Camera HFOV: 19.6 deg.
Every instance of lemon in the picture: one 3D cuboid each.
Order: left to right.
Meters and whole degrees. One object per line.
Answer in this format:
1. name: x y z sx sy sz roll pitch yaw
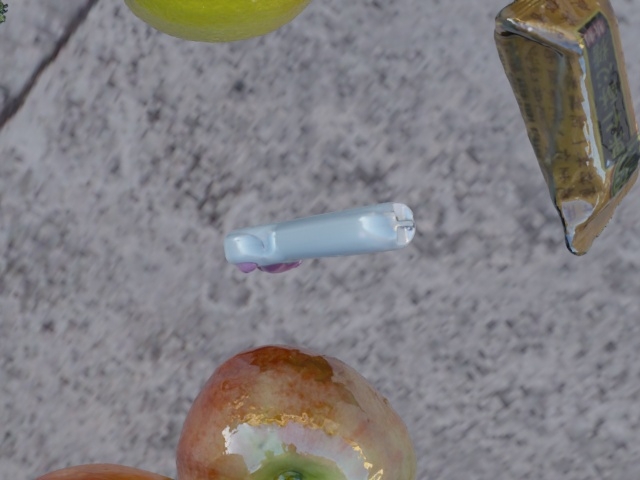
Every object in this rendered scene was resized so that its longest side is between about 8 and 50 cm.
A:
1. lemon: -0.096 -0.327 2.005 0.219 0.240 0.240 10 62 -2

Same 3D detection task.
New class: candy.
1. candy: 0.249 -0.128 1.781 0.143 0.101 0.271 -40 124 -33

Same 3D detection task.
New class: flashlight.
1. flashlight: 0.000 0.000 1.643 0.093 0.200 0.048 -5 87 -50

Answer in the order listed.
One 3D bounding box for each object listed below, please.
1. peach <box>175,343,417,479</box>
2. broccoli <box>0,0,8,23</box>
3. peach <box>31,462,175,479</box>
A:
1. peach: -0.022 0.212 1.718 0.232 0.256 0.232 0 90 1
2. broccoli: -0.391 -0.260 1.844 0.167 0.154 0.160 16 93 -5
3. peach: -0.172 0.312 1.478 0.289 0.289 0.308 -44 120 -32
